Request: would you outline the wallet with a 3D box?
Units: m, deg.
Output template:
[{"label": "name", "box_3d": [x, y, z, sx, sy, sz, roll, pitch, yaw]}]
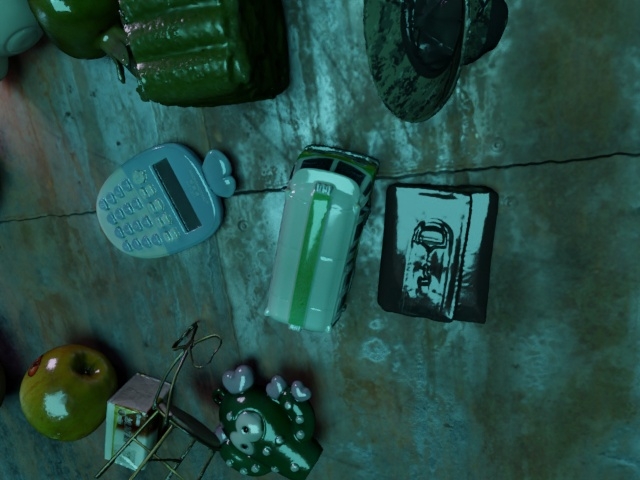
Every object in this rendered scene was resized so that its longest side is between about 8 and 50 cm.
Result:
[{"label": "wallet", "box_3d": [0.189, 0.021, 0.747, 0.182, 0.049, 0.229, 6, 107, 14]}]

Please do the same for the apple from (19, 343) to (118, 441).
[{"label": "apple", "box_3d": [-0.502, 0.300, 0.921, 0.182, 0.182, 0.155, 40, 103, -2]}]

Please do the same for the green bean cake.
[{"label": "green bean cake", "box_3d": [-0.141, -0.308, 0.608, 0.157, 0.250, 0.246, -5, 105, 15]}]

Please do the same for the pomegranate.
[{"label": "pomegranate", "box_3d": [-0.347, -0.340, 0.704, 0.191, 0.152, 0.131, 38, 72, -5]}]

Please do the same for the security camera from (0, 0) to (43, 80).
[{"label": "security camera", "box_3d": [-0.553, -0.372, 0.716, 0.236, 0.194, 0.194, -38, 96, 18]}]

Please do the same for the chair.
[{"label": "chair", "box_3d": [-0.252, 0.337, 0.838, 0.170, 0.160, 0.325, 42, 71, -25]}]

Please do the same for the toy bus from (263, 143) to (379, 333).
[{"label": "toy bus", "box_3d": [0.000, 0.000, 0.719, 0.134, 0.164, 0.275, 13, 110, 7]}]

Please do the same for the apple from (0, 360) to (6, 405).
[{"label": "apple", "box_3d": [-0.818, 0.298, 0.961, 0.257, 0.257, 0.233, -30, 68, 19]}]

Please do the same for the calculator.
[{"label": "calculator", "box_3d": [-0.280, -0.070, 0.825, 0.303, 0.042, 0.188, -21, 100, 18]}]

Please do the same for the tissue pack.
[{"label": "tissue pack", "box_3d": [-0.378, 0.376, 0.951, 0.099, 0.106, 0.148, 15, 110, 8]}]

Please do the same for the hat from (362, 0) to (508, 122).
[{"label": "hat", "box_3d": [0.163, -0.294, 0.597, 0.129, 0.265, 0.265, -11, 107, -17]}]

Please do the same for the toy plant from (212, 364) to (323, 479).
[{"label": "toy plant", "box_3d": [-0.111, 0.357, 0.879, 0.244, 0.112, 0.232, 7, 103, 22]}]
